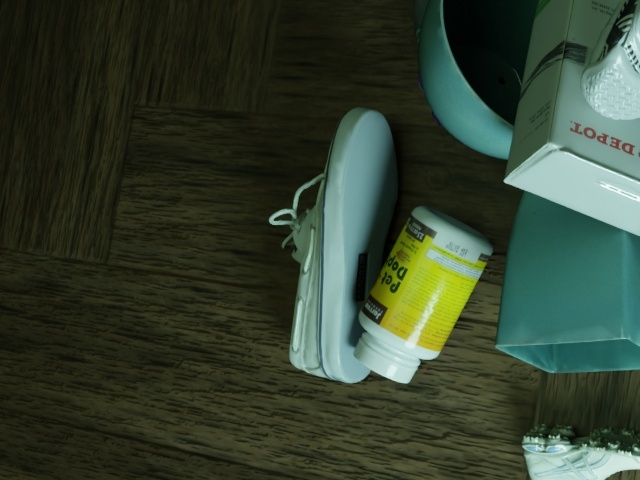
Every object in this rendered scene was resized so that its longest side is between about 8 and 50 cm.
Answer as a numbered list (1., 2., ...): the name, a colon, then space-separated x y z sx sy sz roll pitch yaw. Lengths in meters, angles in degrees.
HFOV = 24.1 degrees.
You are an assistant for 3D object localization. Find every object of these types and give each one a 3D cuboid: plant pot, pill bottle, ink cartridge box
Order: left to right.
1. pill bottle: 0.126 0.072 1.932 0.117 0.117 0.215 32 99 33
2. plant pot: 0.235 -0.215 1.845 0.195 0.290 0.290 140 123 -60
3. plant pot: 0.320 0.026 1.793 0.165 0.166 0.234 -6 72 32
4. ink cartridge box: 0.341 -0.172 1.692 0.121 0.211 0.289 136 152 -62

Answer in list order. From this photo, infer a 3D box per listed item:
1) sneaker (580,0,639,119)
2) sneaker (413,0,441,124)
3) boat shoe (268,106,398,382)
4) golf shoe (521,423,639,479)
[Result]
1. sneaker: 0.379 -0.305 1.600 0.366 0.137 0.210 -53 33 10
2. sneaker: 0.161 -0.246 1.974 0.083 0.098 0.223 -26 69 27
3. boat shoe: 0.005 0.002 2.027 0.156 0.136 0.367 6 95 37
4. golf shoe: 0.331 0.271 1.811 0.176 0.069 0.086 0 102 36
